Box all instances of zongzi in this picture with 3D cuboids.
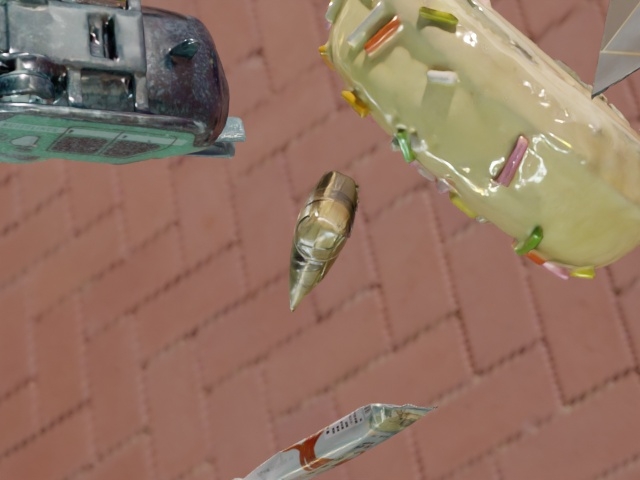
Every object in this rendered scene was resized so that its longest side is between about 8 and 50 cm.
[{"bbox_3d":[0.000,0.000,1.330,0.076,0.040,0.083,-70,-3,-54],"label":"zongzi"}]

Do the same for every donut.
[{"bbox_3d":[0.153,-0.112,1.641,0.371,0.307,0.150,42,101,7],"label":"donut"}]

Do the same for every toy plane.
[{"bbox_3d":[-0.119,-0.053,0.602,0.096,0.235,0.060,-33,58,57],"label":"toy plane"}]

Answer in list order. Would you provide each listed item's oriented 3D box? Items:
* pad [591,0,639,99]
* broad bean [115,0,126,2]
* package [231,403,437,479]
[{"bbox_3d":[0.258,-0.182,1.073,0.243,0.004,0.163,-32,22,31],"label":"pad"},{"bbox_3d":[-0.228,-0.290,1.618,0.060,0.297,0.043,-46,47,-9],"label":"broad bean"},{"bbox_3d":[0.005,0.099,0.888,0.110,0.037,0.015,-32,68,31],"label":"package"}]
